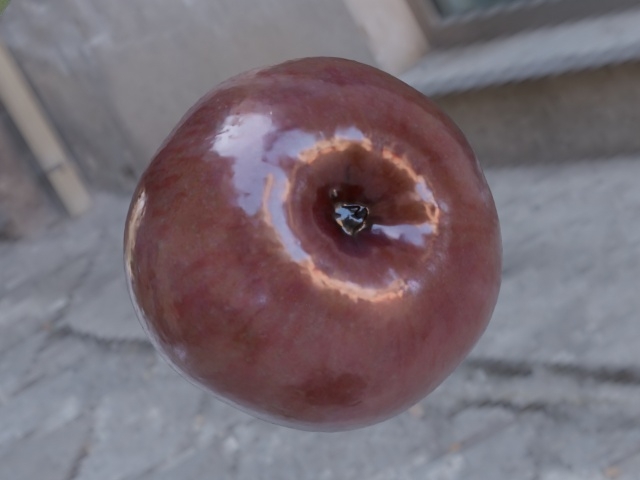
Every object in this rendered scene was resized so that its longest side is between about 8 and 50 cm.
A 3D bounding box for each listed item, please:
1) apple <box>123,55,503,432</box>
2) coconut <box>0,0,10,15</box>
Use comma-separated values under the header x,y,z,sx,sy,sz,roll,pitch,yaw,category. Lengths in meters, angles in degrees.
x,y,z,sx,sy,sz,roll,pitch,yaw,category
0.000,0.000,0.767,0.153,0.153,0.120,-35,-6,-19,apple
-0.277,-0.207,0.935,0.328,0.281,0.328,-31,-10,-6,coconut
